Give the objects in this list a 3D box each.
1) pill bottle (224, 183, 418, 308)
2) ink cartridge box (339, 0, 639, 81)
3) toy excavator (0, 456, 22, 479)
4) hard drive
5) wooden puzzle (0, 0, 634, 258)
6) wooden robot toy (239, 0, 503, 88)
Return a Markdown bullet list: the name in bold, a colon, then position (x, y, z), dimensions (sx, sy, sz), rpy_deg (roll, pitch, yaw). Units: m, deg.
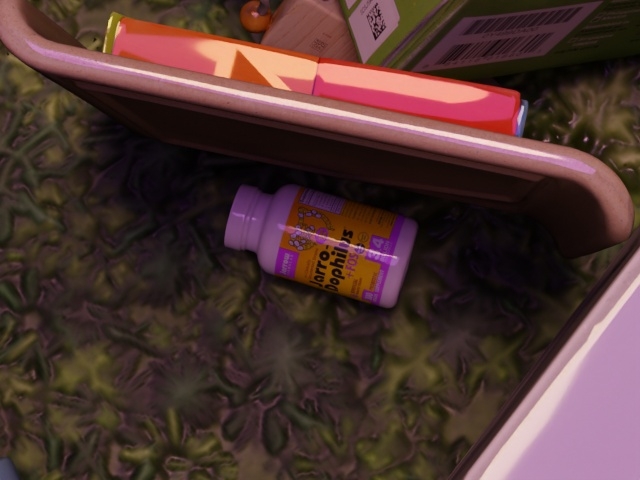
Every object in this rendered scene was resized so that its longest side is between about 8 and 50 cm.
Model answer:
- **pill bottle**: position (0.000, 0.000, 0.748), dimensions (0.083, 0.043, 0.043), rpy_deg (16, 77, 5)
- **ink cartridge box**: position (0.080, -0.209, 0.739), dimensions (0.189, 0.097, 0.255), rpy_deg (-11, 75, -27)
- **toy excavator**: position (-0.271, 0.274, 0.617), dimensions (0.433, 0.222, 0.445), rpy_deg (-25, 86, -4)
- **hard drive**: position (0.114, 0.033, 0.578), dimensions (0.047, 0.353, 0.233), rpy_deg (37, 80, 8)
- **wooden puzzle**: position (0.004, -0.048, 0.668), dimensions (0.239, 0.221, 0.044), rpy_deg (17, 88, 4)
- **wooden robot toy**: position (0.002, -0.092, 0.767), dimensions (0.173, 0.079, 0.076), rpy_deg (30, 44, -16)
